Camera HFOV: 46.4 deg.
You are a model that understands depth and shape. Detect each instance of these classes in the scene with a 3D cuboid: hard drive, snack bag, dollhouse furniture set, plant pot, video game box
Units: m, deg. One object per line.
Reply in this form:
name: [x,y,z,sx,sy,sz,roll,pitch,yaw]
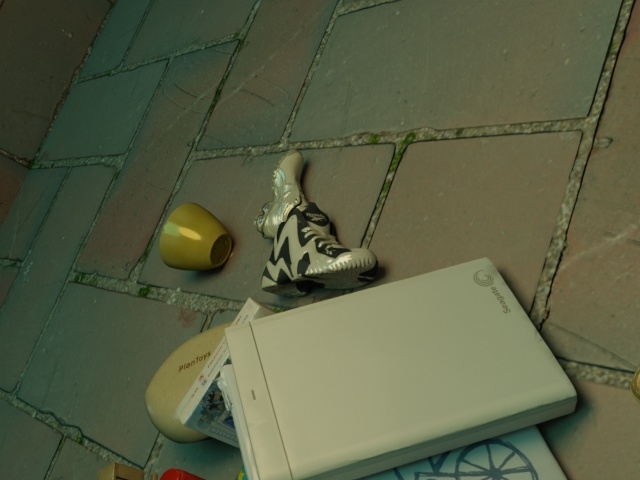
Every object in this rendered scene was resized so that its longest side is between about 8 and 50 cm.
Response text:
hard drive: [0.081,0.150,0.877,0.353,0.047,0.233,-14,43,-8]
snack bag: [0.071,0.227,0.857,0.343,0.037,0.323,-15,44,-9]
dollhouse furniture set: [-0.292,0.435,1.137,0.161,0.182,0.101,-33,44,27]
plant pot: [-0.227,0.004,1.429,0.095,0.134,0.134,19,78,26]
video game box: [-0.065,0.204,1.035,0.187,0.205,0.048,-58,31,-2]

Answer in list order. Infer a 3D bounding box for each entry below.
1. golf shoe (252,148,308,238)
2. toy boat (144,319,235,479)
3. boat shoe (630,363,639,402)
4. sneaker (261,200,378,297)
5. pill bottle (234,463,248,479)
golf shoe: [-0.050,-0.080,1.348,0.086,0.069,0.176,11,75,29]
toy boat: [-0.164,0.284,1.159,0.267,0.148,0.318,-25,40,28]
boat shoe: [0.370,0.103,0.760,0.153,0.048,0.056,-48,39,11]
sneaker: [0.000,0.000,1.194,0.235,0.094,0.153,-20,59,51]
pill bottle: [-0.039,0.329,0.966,0.146,0.146,0.264,24,83,52]
